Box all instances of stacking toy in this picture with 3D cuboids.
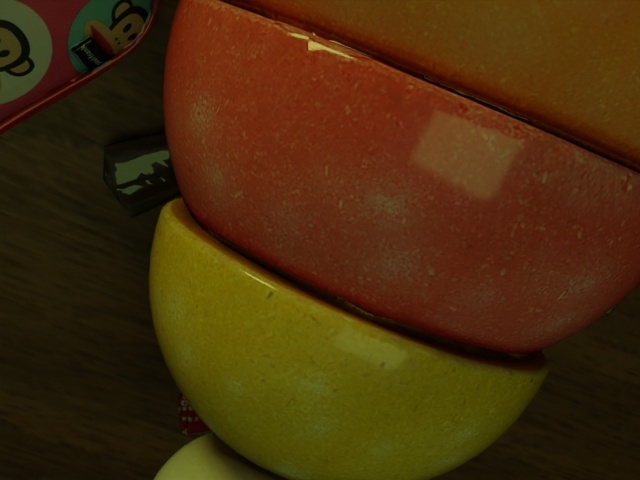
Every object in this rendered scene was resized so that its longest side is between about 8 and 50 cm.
[{"bbox_3d":[0.024,0.002,0.506,0.350,0.350,0.480,21,96,-18],"label":"stacking toy"}]

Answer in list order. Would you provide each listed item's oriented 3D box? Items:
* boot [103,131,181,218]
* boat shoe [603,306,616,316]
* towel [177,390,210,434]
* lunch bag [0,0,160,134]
[{"bbox_3d":[-0.099,-0.075,0.670,0.114,0.037,0.106,-16,113,2],"label":"boot"},{"bbox_3d":[0.177,-0.019,0.725,0.075,0.065,0.206,-23,116,0],"label":"boat shoe"},{"bbox_3d":[0.000,0.000,0.700,0.198,0.031,0.275,-5,117,-27],"label":"towel"},{"bbox_3d":[-0.252,-0.176,0.522,0.258,0.120,0.293,-31,130,0],"label":"lunch bag"}]
